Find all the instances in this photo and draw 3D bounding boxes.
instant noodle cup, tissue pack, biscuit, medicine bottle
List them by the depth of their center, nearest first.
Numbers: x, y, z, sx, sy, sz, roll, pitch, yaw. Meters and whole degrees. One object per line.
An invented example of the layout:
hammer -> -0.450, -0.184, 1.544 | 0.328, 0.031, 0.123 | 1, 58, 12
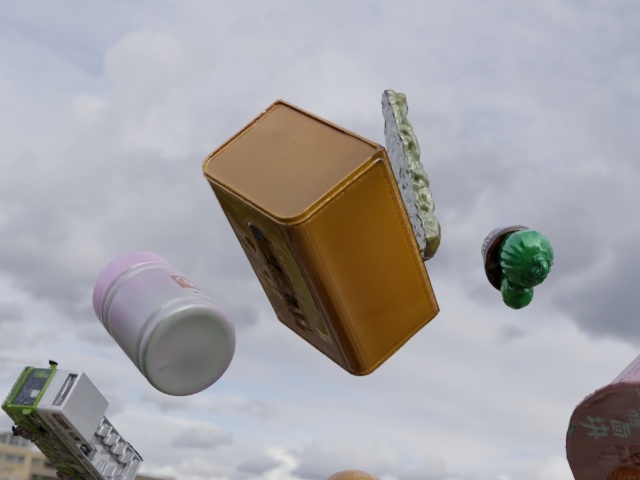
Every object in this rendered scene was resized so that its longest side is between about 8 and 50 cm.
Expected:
instant noodle cup -> 0.444, 0.212, 1.097 | 0.243, 0.243, 0.231 | -13, 15, 45
tissue pack -> 0.000, 0.000, 1.114 | 0.194, 0.145, 0.275 | 33, -25, 45
biscuit -> 0.137, -0.087, 1.468 | 0.036, 0.274, 0.187 | -10, -19, -6
medicine bottle -> -0.325, 0.163, 1.929 | 0.202, 0.202, 0.316 | 22, 8, -37

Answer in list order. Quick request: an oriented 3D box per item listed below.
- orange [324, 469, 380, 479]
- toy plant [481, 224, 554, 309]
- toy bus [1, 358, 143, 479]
orange -> 0.064, 0.517, 1.753 | 0.155, 0.178, 0.177 | 13, -20, -27
toy plant -> 0.333, 0.042, 1.590 | 0.105, 0.143, 0.200 | 8, 16, -10
toy bus -> -0.428, 0.350, 1.679 | 0.139, 0.113, 0.302 | -4, -47, 26
